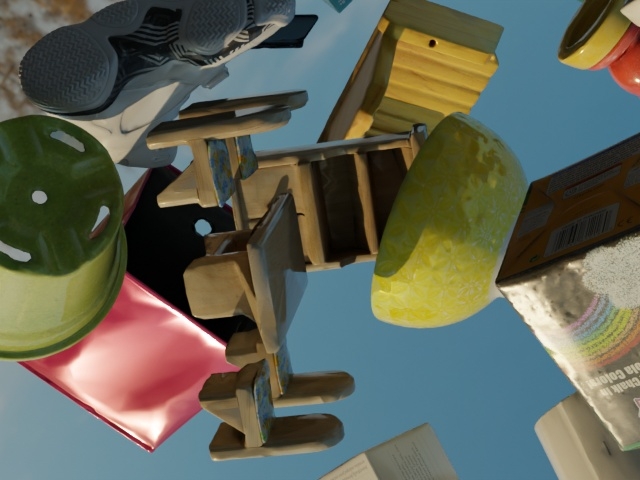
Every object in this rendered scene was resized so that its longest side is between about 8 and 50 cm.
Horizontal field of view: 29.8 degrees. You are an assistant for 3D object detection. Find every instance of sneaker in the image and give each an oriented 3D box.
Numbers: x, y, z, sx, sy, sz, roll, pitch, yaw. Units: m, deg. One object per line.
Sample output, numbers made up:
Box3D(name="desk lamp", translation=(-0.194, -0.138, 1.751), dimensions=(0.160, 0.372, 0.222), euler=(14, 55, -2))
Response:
Box3D(name="sneaker", translation=(-0.198, -0.224, 1.592), dimensions=(0.365, 0.210, 0.137), euler=(-22, -120, -5))

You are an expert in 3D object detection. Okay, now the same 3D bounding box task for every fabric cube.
Box3D(name="fabric cube", translation=(-0.235, 0.093, 1.727), dimensions=(0.258, 0.254, 0.259), euler=(-43, -161, 34))

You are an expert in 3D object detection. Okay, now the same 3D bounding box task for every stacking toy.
Box3D(name="stacking toy", translation=(0.417, -0.327, 1.389), dimensions=(0.309, 0.130, 0.279), euler=(-52, -168, 30))

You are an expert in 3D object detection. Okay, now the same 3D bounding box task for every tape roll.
Box3D(name="tape roll", translation=(0.416, 0.260, 1.520), dimensions=(0.246, 0.246, 0.169), euler=(-40, -118, 35))

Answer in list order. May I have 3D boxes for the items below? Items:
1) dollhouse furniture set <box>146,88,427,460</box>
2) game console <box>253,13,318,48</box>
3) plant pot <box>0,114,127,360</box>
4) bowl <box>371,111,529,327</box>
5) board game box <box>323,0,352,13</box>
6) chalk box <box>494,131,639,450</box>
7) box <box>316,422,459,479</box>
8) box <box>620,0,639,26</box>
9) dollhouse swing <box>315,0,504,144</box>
Box3D(name="dollhouse furniture set", translation=(0.000, 0.000, 1.391), dimensions=(0.256, 0.362, 0.394), euler=(-7, -165, 9))
Box3D(name="game console", translation=(-0.081, -0.316, 1.740), dimensions=(0.107, 0.122, 0.071), euler=(54, -39, 46))
Box3D(name="plant pot", translation=(-0.335, -0.019, 1.366), dimensions=(0.276, 0.276, 0.254), euler=(-68, -168, -21))
Box3D(name="bowl", translation=(0.196, -0.003, 1.531), dimensions=(0.289, 0.156, 0.289), euler=(-54, 158, -35))
Box3D(name="board game box", translation=(0.021, -0.503, 1.617), dimensions=(0.254, 0.336, 0.079), euler=(-45, -128, 3))
Box3D(name="chalk box", translation=(0.330, 0.065, 1.133), dimensions=(0.180, 0.289, 0.179), euler=(-25, -157, 36))
Box3D(name="box", translation=(0.104, 0.373, 1.650), dimensions=(0.182, 0.119, 0.181), euler=(62, -36, 12))
Box3D(name="box", translation=(0.367, -0.312, 1.026), dimensions=(0.324, 0.063, 0.067), euler=(-58, -172, -13))
Box3D(name="dollhouse swing", translation=(0.154, -0.199, 2.126), dimensions=(0.305, 0.315, 0.347), euler=(-97, -152, -46))
